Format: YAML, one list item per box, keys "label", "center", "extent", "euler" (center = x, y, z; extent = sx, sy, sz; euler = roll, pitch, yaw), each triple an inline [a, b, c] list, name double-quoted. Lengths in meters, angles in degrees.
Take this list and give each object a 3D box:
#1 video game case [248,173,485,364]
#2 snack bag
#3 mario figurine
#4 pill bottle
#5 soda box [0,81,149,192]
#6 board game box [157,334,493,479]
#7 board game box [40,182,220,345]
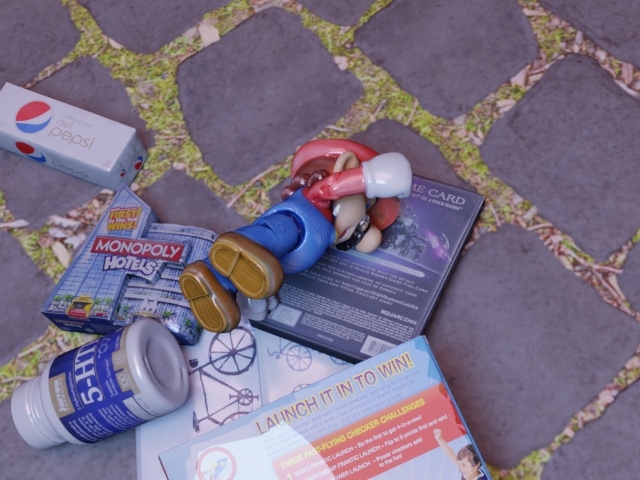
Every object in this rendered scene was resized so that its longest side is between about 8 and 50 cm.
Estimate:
- label: "video game case"
  center: [0.061, 0.023, 1.252]
  extent: [0.196, 0.026, 0.274]
  euler: [18, 57, 19]
- label: "snack bag"
  center: [-0.061, 0.221, 1.191]
  extent: [0.342, 0.037, 0.323]
  euler: [-9, 63, 4]
- label: "mario figurine"
  center: [0.000, 0.000, 1.157]
  extent: [0.198, 0.170, 0.320]
  euler: [4, 29, 34]
- label: "pill bottle"
  center: [-0.256, 0.172, 1.184]
  extent: [0.186, 0.112, 0.112]
  euler: [-24, 61, 17]
- label: "soda box"
  center: [-0.348, -0.139, 1.394]
  extent: [0.216, 0.069, 0.074]
  euler: [20, 68, 18]
- label: "board game box"
  center: [0.032, 0.300, 1.067]
  extent: [0.308, 0.086, 0.302]
  euler: [-24, 76, -3]
- label: "board game box"
  center: [-0.224, 0.025, 1.286]
  extent: [0.194, 0.060, 0.194]
  euler: [4, 61, 21]
